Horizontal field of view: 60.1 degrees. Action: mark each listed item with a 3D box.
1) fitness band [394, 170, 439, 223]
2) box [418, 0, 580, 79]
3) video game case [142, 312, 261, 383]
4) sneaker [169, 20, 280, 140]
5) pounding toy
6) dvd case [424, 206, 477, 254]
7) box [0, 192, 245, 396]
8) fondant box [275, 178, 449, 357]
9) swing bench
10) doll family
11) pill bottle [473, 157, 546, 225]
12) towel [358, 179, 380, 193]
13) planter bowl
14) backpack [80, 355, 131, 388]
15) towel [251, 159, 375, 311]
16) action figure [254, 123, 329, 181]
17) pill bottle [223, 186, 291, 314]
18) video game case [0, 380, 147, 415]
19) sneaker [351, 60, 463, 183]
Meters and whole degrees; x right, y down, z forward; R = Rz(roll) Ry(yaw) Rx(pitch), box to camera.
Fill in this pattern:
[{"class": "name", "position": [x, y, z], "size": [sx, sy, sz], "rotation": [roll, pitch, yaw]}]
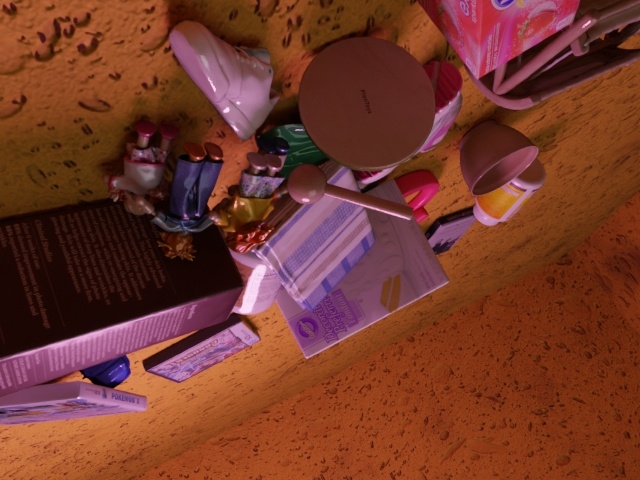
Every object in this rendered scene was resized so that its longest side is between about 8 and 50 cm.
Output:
[{"class": "fitness band", "position": [0.152, -0.057, 1.297], "size": [0.290, 0.054, 0.209], "rotation": [-37, 155, 15]}, {"class": "box", "position": [0.188, -0.336, 0.580], "size": [0.142, 0.154, 0.300], "rotation": [-30, 160, 4]}, {"class": "video game case", "position": [-0.313, 0.300, 1.516], "size": [0.274, 0.035, 0.248], "rotation": [-28, 159, -5]}, {"class": "sneaker", "position": [-0.100, -0.200, 0.644], "size": [0.094, 0.080, 0.212], "rotation": [-41, 166, -2]}, {"class": "pounding toy", "position": [0.053, -0.147, 0.764], "size": [0.182, 0.237, 0.110], "rotation": [11, 170, -3]}, {"class": "dvd case", "position": [0.377, -0.013, 1.701], "size": [0.179, 0.030, 0.239], "rotation": [-18, 155, -27]}, {"class": "box", "position": [-0.322, 0.063, 0.770], "size": [0.381, 0.191, 0.143], "rotation": [-16, 156, -30]}, {"class": "fondant box", "position": [0.062, 0.058, 1.144], "size": [0.330, 0.238, 0.096], "rotation": [-29, 176, 5]}, {"class": "swing bench", "position": [0.395, -0.330, 0.836], "size": [0.253, 0.165, 0.255], "rotation": [-25, 159, -13]}, {"class": "doll family", "position": [-0.148, -0.050, 0.740], "size": [0.262, 0.118, 0.163], "rotation": [2, 129, -31]}, {"class": "pill bottle", "position": [0.490, -0.129, 1.464], "size": [0.117, 0.117, 0.215], "rotation": [-19, 156, -24]}, {"class": "towel", "position": [0.066, -0.118, 1.077], "size": [0.110, 0.027, 0.148], "rotation": [-31, 159, 1]}, {"class": "planter bowl", "position": [0.365, -0.187, 1.188], "size": [0.162, 0.109, 0.162], "rotation": [-26, 158, -11]}, {"class": "backpack", "position": [-0.452, 0.263, 1.158], "size": [0.098, 0.101, 0.120], "rotation": [-32, 165, -25]}, {"class": "towel", "position": [0.000, 0.000, 0.957], "size": [0.209, 0.034, 0.285], "rotation": [-46, 149, -10]}, {"class": "action figure", "position": [0.015, -0.164, 0.860], "size": [0.232, 0.064, 0.137], "rotation": [-21, 155, -12]}, {"class": "pill bottle", "position": [-0.115, 0.017, 0.994], "size": [0.131, 0.131, 0.229], "rotation": [-14, 144, -34]}, {"class": "video game case", "position": [-0.564, 0.332, 1.111], "size": [0.328, 0.036, 0.300], "rotation": [-7, 159, 4]}, {"class": "sneaker", "position": [0.147, -0.181, 0.939], "size": [0.252, 0.103, 0.111], "rotation": [-38, 156, 21]}]
